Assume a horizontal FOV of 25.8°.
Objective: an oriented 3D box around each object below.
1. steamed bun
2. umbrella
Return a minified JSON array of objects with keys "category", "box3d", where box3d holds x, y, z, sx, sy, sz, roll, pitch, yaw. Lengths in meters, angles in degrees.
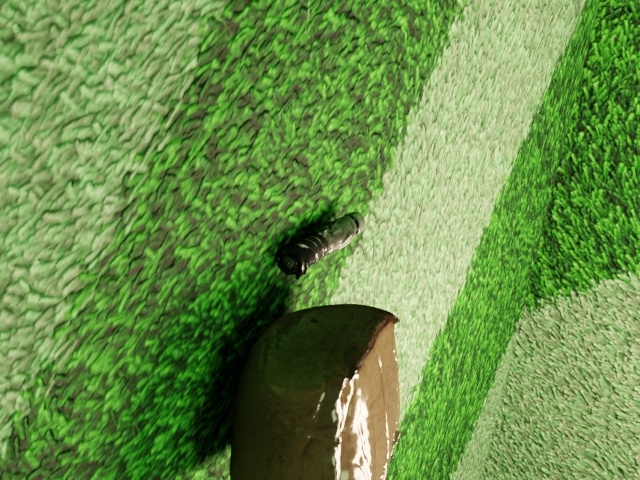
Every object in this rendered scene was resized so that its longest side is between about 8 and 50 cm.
[{"category":"steamed bun","box3d":[-0.017,0.209,1.748,0.301,0.199,0.251,-44,133,-67]},{"category":"umbrella","box3d":[0.000,0.000,1.778,0.188,0.050,0.046,-34,121,-57]}]
